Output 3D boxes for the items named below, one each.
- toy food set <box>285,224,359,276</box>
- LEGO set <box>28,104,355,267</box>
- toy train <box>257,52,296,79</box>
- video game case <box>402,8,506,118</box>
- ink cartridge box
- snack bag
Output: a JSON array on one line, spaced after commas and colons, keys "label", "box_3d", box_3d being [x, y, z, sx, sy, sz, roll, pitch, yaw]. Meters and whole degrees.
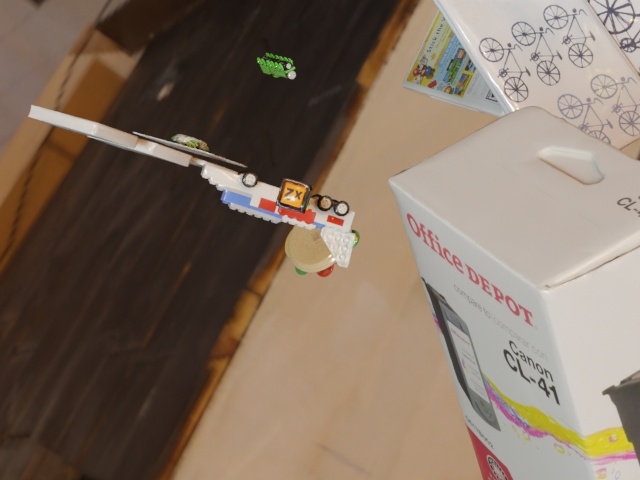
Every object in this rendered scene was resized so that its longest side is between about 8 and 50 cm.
[{"label": "toy food set", "box_3d": [0.000, 0.000, 1.367, 0.020, 0.083, 0.082, 38, -167, -47]}, {"label": "LEGO set", "box_3d": [-0.085, -0.041, 0.986, 0.244, 0.060, 0.182, 17, 180, 34]}, {"label": "toy train", "box_3d": [-0.048, -0.191, 1.411, 0.083, 0.017, 0.024, 30, 147, 63]}, {"label": "video game case", "box_3d": [0.234, -0.292, 1.777, 0.026, 0.227, 0.206, 25, 180, -43]}, {"label": "ink cartridge box", "box_3d": [0.184, 0.088, 0.906, 0.226, 0.131, 0.306, 42, 157, 59]}, {"label": "snack bag", "box_3d": [0.332, -0.269, 1.552, 0.323, 0.342, 0.037, 59, 161, 8]}]
